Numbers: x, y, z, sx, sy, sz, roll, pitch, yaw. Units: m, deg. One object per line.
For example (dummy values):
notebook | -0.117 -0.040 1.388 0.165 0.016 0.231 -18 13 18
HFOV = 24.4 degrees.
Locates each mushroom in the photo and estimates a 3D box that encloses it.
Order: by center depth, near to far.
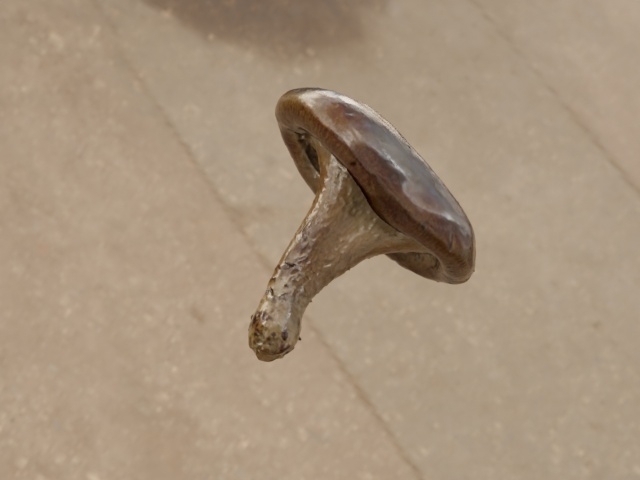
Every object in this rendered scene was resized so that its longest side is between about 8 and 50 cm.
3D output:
mushroom | 0.000 0.000 1.260 0.227 0.148 0.217 45 74 3
